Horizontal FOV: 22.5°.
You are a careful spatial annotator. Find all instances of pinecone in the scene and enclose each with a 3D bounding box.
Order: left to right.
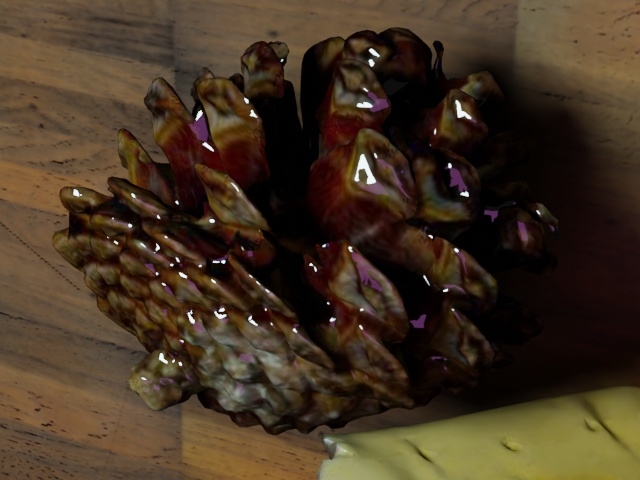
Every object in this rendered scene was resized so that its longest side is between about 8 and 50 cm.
[{"bbox_3d":[0.001,-0.007,0.987,0.298,0.295,0.242,4,111,65],"label":"pinecone"}]

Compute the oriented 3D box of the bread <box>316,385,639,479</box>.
[{"bbox_3d":[0.177,0.285,1.025,0.394,0.250,0.361,-6,118,-13],"label":"bread"}]
